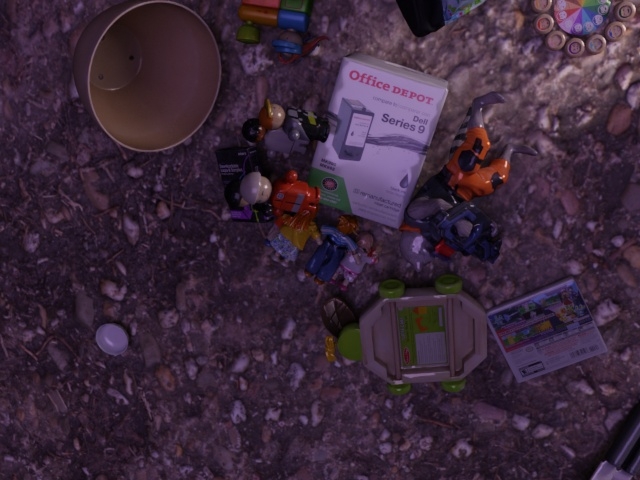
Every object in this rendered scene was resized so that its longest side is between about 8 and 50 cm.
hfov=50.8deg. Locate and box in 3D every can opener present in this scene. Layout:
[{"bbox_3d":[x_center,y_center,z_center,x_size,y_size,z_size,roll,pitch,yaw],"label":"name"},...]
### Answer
[{"bbox_3d":[0.655,0.468,1.470,0.074,0.093,0.280,27,102,-1],"label":"can opener"}]

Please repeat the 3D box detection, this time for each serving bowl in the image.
[{"bbox_3d":[-0.501,0.235,1.637,0.083,0.027,0.083,3,108,10],"label":"serving bowl"}]

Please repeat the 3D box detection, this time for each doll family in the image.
[{"bbox_3d":[0.000,0.000,1.413,0.263,0.118,0.163,30,111,0],"label":"doll family"}]

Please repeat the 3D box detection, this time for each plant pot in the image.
[{"bbox_3d":[-0.365,-0.336,1.318,0.191,0.284,0.284,30,116,39],"label":"plant pot"}]

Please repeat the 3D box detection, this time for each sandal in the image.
[{"bbox_3d":[0.065,0.192,1.507,0.072,0.049,0.180,-37,113,16],"label":"sandal"}]

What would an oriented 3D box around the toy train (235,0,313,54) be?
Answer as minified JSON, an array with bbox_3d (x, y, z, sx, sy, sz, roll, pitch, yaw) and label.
[{"bbox_3d":[-0.137,-0.442,1.286,0.248,0.105,0.143,11,98,7],"label":"toy train"}]

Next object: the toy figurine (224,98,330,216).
[{"bbox_3d":[-0.087,-0.149,1.276,0.148,0.213,0.209,10,88,-17],"label":"toy figurine"}]

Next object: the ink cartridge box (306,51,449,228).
[{"bbox_3d":[0.107,-0.199,1.324,0.211,0.121,0.289,18,111,5],"label":"ink cartridge box"}]

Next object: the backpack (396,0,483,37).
[{"bbox_3d":[0.282,-0.543,1.125,0.356,0.273,0.290,-25,110,0],"label":"backpack"}]

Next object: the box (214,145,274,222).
[{"bbox_3d":[-0.162,-0.117,1.424,0.116,0.029,0.162,3,111,46],"label":"box"}]

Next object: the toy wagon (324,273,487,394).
[{"bbox_3d":[0.180,0.205,1.448,0.345,0.068,0.267,-5,114,6],"label":"toy wagon"}]

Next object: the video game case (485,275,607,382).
[{"bbox_3d":[0.478,0.193,1.438,0.201,0.023,0.183,-25,102,19],"label":"video game case"}]

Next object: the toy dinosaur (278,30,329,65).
[{"bbox_3d":[-0.042,-0.376,1.322,0.082,0.090,0.047,-47,110,-23],"label":"toy dinosaur"}]

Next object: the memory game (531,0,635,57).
[{"bbox_3d":[0.481,-0.429,1.234,0.186,0.012,0.186,3,109,10],"label":"memory game"}]

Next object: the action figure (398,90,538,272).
[{"bbox_3d":[0.271,-0.078,1.300,0.178,0.341,0.330,36,88,30],"label":"action figure"}]
